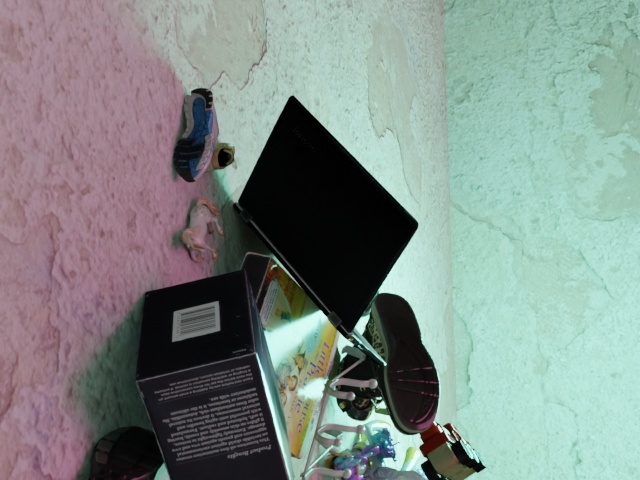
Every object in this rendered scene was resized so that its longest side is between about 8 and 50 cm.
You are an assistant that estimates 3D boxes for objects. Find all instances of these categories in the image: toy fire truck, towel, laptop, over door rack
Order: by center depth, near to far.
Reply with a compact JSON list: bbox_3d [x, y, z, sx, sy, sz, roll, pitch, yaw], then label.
[{"bbox_3d":[0.036,-0.004,1.800,0.382,0.236,0.408,49,1,28],"label":"laptop"},{"bbox_3d":[0.053,0.395,2.057,0.324,0.108,0.239,-46,152,-77],"label":"over door rack"},{"bbox_3d":[0.018,0.302,2.275,0.148,0.027,0.110,-76,154,-44],"label":"towel"},{"bbox_3d":[0.273,0.497,2.313,0.246,0.158,0.217,60,10,30],"label":"toy fire truck"}]

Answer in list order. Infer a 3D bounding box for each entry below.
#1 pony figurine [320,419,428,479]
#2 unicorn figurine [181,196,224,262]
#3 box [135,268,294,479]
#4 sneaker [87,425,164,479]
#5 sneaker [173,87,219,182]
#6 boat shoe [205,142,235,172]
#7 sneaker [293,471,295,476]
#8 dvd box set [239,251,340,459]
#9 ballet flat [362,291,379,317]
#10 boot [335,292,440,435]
[{"bbox_3d":[0.155,0.619,2.311,0.351,0.303,0.363,56,20,11],"label":"pony figurine"},{"bbox_3d":[-0.216,-0.010,1.651,0.111,0.060,0.162,59,17,-51],"label":"unicorn figurine"},{"bbox_3d":[-0.157,0.246,1.433,0.296,0.183,0.294,-107,-175,-66],"label":"box"},{"bbox_3d":[-0.300,0.367,1.310,0.267,0.101,0.106,-66,176,-65],"label":"sneaker"},{"bbox_3d":[-0.213,-0.180,1.667,0.083,0.071,0.190,65,28,-57],"label":"sneaker"},{"bbox_3d":[-0.189,-0.158,1.760,0.135,0.045,0.050,-51,133,-63],"label":"boat shoe"},{"bbox_3d":[-0.126,0.449,1.792,0.217,0.079,0.121,43,24,-48],"label":"sneaker"},{"bbox_3d":[-0.089,0.246,1.843,0.420,0.062,0.307,52,52,-58],"label":"dvd box set"},{"bbox_3d":[0.108,0.105,2.493,0.280,0.095,0.096,-76,146,-65],"label":"ballet flat"},{"bbox_3d":[0.149,0.349,2.213,0.284,0.138,0.377,120,-33,-42],"label":"boot"}]
